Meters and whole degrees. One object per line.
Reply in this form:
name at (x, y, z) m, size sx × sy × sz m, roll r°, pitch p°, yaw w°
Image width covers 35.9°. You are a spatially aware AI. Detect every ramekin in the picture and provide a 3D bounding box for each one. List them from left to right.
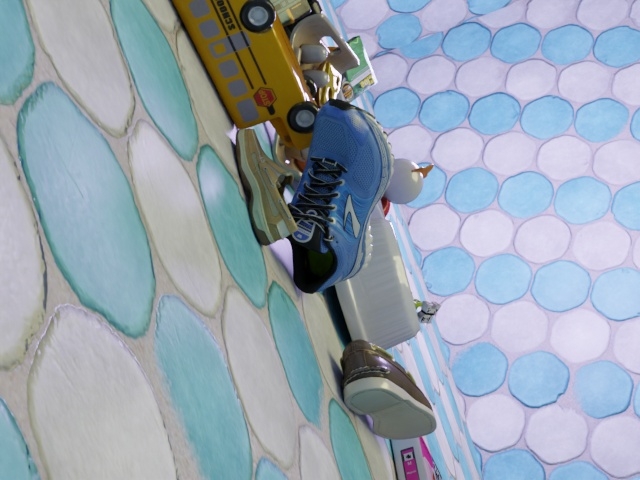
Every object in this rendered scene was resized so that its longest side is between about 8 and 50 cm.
ramekin at (0.102, 0.080, 1.859) m, size 0.273 × 0.127 × 0.273 m, roll -16°, pitch 90°, yaw -86°

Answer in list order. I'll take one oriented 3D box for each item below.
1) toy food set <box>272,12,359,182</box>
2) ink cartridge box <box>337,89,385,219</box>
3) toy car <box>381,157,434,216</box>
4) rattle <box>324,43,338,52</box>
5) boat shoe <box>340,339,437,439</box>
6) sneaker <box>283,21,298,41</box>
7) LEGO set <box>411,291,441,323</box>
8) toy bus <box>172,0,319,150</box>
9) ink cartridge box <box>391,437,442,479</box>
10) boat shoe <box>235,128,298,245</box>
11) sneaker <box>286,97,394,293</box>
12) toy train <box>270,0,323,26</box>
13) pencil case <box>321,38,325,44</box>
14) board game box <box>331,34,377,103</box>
toy food set at (0.010, -0.232, 1.826) m, size 0.220 × 0.092 × 0.306 m, roll 35°, pitch 62°, yaw -65°
ink cartridge box at (0.042, -0.163, 2.126) m, size 0.273 × 0.114 × 0.197 m, roll -101°, pitch 167°, yaw -46°
toy car at (0.172, -0.129, 2.425) m, size 0.210 × 0.238 × 0.219 m, roll 40°, pitch 32°, yaw -72°
rattle at (-0.009, -0.522, 2.503) m, size 0.130 × 0.142 × 0.200 m, roll -75°, pitch 152°, yaw -50°
boat shoe at (0.119, 0.267, 1.712) m, size 0.324 × 0.116 × 0.097 m, roll 46°, pitch 28°, yaw -55°
sneaker at (-0.079, -0.433, 1.945) m, size 0.107 × 0.124 × 0.283 m, roll 54°, pitch 19°, yaw -61°
LEGO set at (0.172, 0.166, 2.295) m, size 0.087 × 0.093 × 0.227 m, roll 36°, pitch 17°, yaw 36°
toy bus at (-0.106, -0.284, 1.467) m, size 0.108 × 0.130 × 0.333 m, roll -98°, pitch 165°, yaw -54°
ink cartridge box at (0.196, 0.489, 1.875) m, size 0.371 × 0.069 × 0.176 m, roll -101°, pitch 168°, yaw -52°
boat shoe at (-0.073, -0.085, 1.437) m, size 0.068 × 0.072 × 0.190 m, roll 48°, pitch 24°, yaw -67°
sneaker at (0.017, -0.053, 1.474) m, size 0.147 × 0.130 × 0.330 m, roll -39°, pitch 142°, yaw -46°
toy train at (-0.114, -0.532, 1.785) m, size 0.142 × 0.190 × 0.334 m, roll 0°, pitch -57°, yaw 52°
pencil case at (-0.053, -0.466, 2.180) m, size 0.124 × 0.124 × 0.284 m, roll -51°, pitch 122°, yaw -79°
board game box at (0.047, -0.407, 2.488) m, size 0.259 × 0.030 × 0.136 m, roll -41°, pitch 115°, yaw -42°
